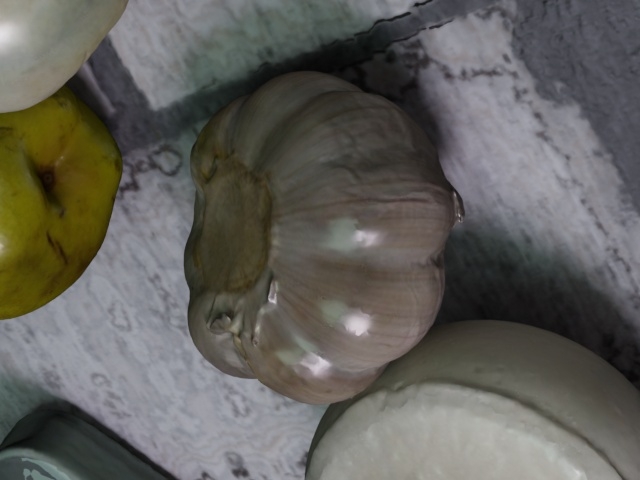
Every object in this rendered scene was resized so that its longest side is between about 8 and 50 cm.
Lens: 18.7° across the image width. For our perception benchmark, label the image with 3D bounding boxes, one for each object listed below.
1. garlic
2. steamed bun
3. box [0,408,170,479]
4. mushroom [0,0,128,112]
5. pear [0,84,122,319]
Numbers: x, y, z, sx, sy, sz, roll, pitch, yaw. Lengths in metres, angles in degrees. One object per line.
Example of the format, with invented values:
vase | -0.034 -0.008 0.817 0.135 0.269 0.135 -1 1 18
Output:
garlic | 0.003 -0.002 1.310 0.228 0.152 0.228 -9 78 45
steamed bun | 0.134 0.181 1.369 0.283 0.177 0.283 11 117 23
box | -0.191 0.381 1.665 0.396 0.111 0.396 36 119 -3
mushroom | -0.240 -0.205 1.290 0.254 0.234 0.260 -4 82 -6
pear | -0.246 -0.035 1.397 0.200 0.200 0.200 12 125 17
